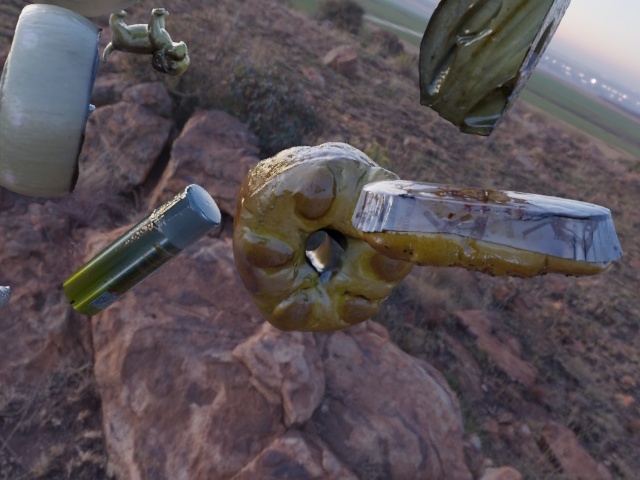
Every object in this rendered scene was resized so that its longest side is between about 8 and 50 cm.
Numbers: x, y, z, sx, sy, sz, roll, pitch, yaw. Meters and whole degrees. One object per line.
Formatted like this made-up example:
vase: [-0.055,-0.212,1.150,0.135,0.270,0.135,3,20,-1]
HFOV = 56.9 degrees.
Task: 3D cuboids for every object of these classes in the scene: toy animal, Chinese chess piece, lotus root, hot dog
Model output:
toy animal: [-0.464,-0.547,1.606,0.233,0.169,0.121,5,15,-21]
Chinese chess piece: [-0.362,-0.181,0.788,0.103,0.250,0.250,11,29,-24]
lotus root: [0.299,-0.353,1.010,0.210,0.314,0.142,37,37,3]
hot dog: [0.151,-0.012,0.560,0.252,0.069,0.131,7,19,15]

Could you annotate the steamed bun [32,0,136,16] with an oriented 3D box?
steamed bun: [-0.354,-0.636,1.099,0.290,0.371,0.456,58,43,-12]

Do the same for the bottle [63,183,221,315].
bottle: [-0.289,0.018,0.955,0.082,0.286,0.082,50,18,-22]

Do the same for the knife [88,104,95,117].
knife: [-0.492,-0.173,1.099,0.015,0.210,0.028,41,3,-14]

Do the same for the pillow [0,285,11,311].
pillow: [-0.522,0.113,0.699,0.067,0.173,0.270,57,8,7]

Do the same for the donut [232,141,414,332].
donut: [0.000,0.000,0.924,0.299,0.317,0.150,15,30,-29]
